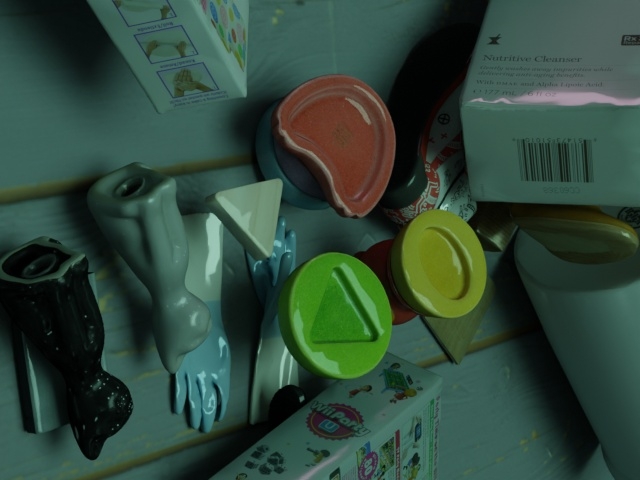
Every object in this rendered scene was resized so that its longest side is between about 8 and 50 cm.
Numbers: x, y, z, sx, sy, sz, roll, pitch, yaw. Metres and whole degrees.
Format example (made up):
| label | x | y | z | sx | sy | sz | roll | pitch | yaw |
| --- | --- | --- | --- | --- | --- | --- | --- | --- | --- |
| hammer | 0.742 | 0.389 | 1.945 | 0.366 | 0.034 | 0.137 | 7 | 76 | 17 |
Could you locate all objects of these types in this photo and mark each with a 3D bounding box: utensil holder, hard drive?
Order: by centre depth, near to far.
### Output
| label | x | y | z | sx | sy | sz | roll | pitch | yaw |
| --- | --- | --- | --- | --- | --- | --- | --- | --- | --- |
| hard drive | -0.244 | 0.104 | 1.447 | 0.094 | 0.022 | 0.135 | -16 | 102 | -48 |
| utensil holder | 0.471 | 0.111 | 2.056 | 0.327 | 0.328 | 0.385 | -52 | 126 | -35 |

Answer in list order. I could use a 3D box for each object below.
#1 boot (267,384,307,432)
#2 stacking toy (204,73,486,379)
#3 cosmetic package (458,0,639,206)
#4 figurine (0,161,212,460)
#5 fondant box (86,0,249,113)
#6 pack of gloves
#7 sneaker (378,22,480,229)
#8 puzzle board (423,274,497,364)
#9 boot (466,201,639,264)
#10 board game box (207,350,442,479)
| label | x | y | z | sx | sy | sz | roll | pitch | yaw |
| --- | --- | --- | --- | --- | --- | --- | --- | --- | --- |
| boot | -0.011 | 0.201 | 1.688 | 0.099 | 0.045 | 0.121 | -18 | 122 | -47 |
| stacking toy | 0.000 | 0.000 | 1.651 | 0.279 | 0.130 | 0.309 | -40 | 102 | -36 |
| cosmetic package | 0.305 | -0.218 | 1.843 | 0.385 | 0.217 | 0.156 | -73 | 159 | -45 |
| figurine | -0.186 | 0.065 | 1.442 | 0.215 | 0.092 | 0.209 | -45 | 131 | -40 |
| fondant box | -0.159 | -0.306 | 1.360 | 0.330 | 0.096 | 0.238 | 59 | 25 | -51 |
| pack of gloves | -0.077 | 0.084 | 1.626 | 0.195 | 0.046 | 0.232 | -5 | 94 | -50 |
| sneaker | 0.146 | -0.121 | 1.855 | 0.145 | 0.090 | 0.270 | 52 | 52 | -44 |
| puzzle board | 0.175 | 0.078 | 1.946 | 0.096 | 0.011 | 0.128 | 54 | 52 | -34 |
| boot | 0.302 | -0.085 | 1.878 | 0.104 | 0.295 | 0.211 | 36 | 72 | -30 |
| board game box | 0.008 | 0.289 | 1.639 | 0.303 | 0.098 | 0.224 | -33 | 134 | -41 |
